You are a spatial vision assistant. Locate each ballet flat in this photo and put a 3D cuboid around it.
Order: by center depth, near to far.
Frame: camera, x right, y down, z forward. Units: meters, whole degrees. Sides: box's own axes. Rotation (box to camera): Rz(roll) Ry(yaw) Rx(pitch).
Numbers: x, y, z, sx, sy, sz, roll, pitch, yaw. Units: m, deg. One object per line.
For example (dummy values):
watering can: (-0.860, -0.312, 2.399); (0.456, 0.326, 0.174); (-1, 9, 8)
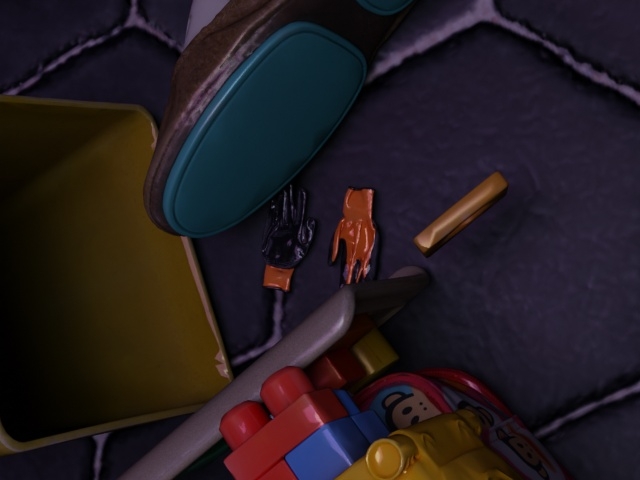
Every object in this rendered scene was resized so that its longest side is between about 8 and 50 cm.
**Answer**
ballet flat: (-0.009, -0.159, 0.855); (0.342, 0.116, 0.124); (-51, 52, 13)

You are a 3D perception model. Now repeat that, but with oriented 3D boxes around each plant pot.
plant pot: (-0.214, 0.041, 0.874); (0.187, 0.212, 0.212); (-23, 80, 31)

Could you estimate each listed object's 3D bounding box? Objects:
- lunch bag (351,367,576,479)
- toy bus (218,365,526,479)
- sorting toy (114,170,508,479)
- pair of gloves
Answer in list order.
lunch bag: (0.067, 0.247, 0.792); (0.258, 0.120, 0.293); (-45, 74, 14)
toy bus: (0.012, 0.177, 0.674); (0.220, 0.149, 0.211); (-45, 74, 20)
sorting toy: (-0.015, 0.089, 0.793); (0.348, 0.196, 0.047); (-41, 83, 15)
pair of gloves: (0.000, 0.000, 0.888); (0.083, 0.010, 0.074); (5, 91, 24)
